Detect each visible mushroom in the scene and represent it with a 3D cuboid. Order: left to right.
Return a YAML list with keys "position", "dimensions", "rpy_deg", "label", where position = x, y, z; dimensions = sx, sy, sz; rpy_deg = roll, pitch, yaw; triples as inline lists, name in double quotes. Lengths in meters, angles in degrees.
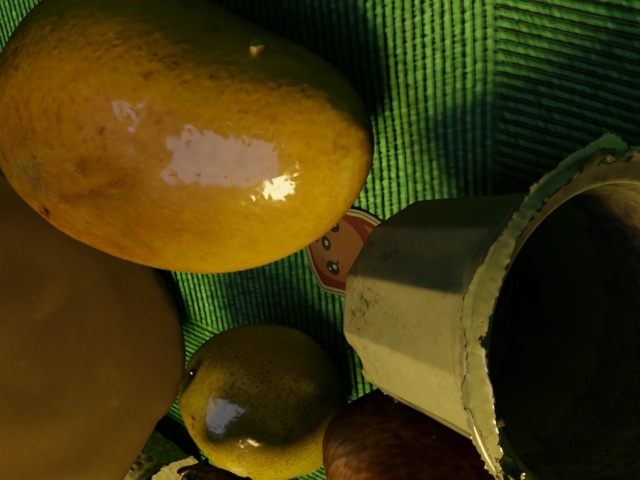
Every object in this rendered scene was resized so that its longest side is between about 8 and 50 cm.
- position: [0.068, 0.294, 1.109]
  dimensions: [0.334, 0.356, 0.331]
  rpy_deg: [59, 160, 3]
  label: "mushroom"

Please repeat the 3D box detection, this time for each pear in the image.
- position: [-0.063, 0.181, 1.323]
  dimensions: [0.198, 0.198, 0.198]
  rpy_deg: [28, 137, 29]
  label: "pear"

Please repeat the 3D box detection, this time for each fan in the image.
- position: [0.000, 0.000, 1.242]
  dimensions: [0.220, 0.009, 0.132]
  rpy_deg: [23, 133, 31]
  label: "fan"

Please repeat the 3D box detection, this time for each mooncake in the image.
- position: [-0.415, 0.130, 1.442]
  dimensions: [0.262, 0.467, 0.467]
  rpy_deg: [-15, 109, 58]
  label: "mooncake"

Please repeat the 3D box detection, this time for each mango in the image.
- position: [-0.137, -0.113, 1.133]
  dimensions: [0.445, 0.220, 0.301]
  rpy_deg: [3, 117, 34]
  label: "mango"

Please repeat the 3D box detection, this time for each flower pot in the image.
- position: [0.164, 0.061, 0.935]
  dimensions: [0.259, 0.290, 0.290]
  rpy_deg: [10, 128, 61]
  label: "flower pot"

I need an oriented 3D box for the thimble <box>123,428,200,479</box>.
- position: [-0.308, 0.390, 1.690]
  dimensions: [0.150, 0.271, 0.271]
  rpy_deg: [34, 140, 24]
  label: "thimble"
